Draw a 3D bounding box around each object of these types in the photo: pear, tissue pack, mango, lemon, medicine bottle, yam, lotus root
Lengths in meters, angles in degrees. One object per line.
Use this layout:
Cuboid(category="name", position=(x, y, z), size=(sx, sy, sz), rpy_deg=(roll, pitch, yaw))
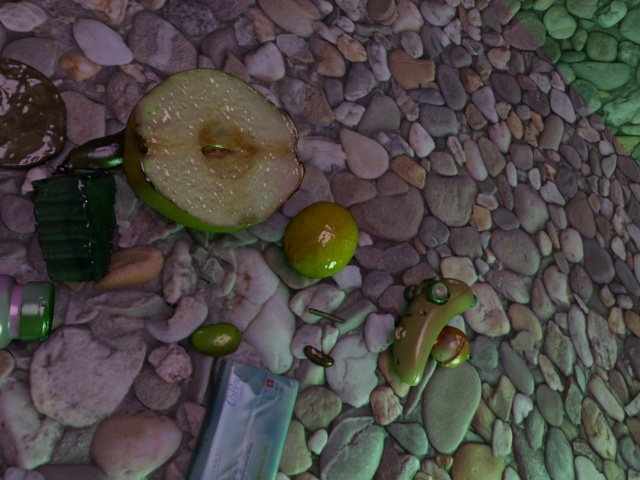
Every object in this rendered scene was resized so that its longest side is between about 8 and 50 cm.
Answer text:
Cuboid(category="pear", position=(-0.242, -0.179, 0.970), size=(0.386, 0.191, 0.341), rpy_deg=(-3, 84, -41))
Cuboid(category="tissue pack", position=(-0.156, 0.397, 0.906), size=(0.177, 0.089, 0.263), rpy_deg=(22, 66, -17))
Cuboid(category="mango", position=(-0.225, 0.213, 0.949), size=(0.108, 0.056, 0.073), rpy_deg=(5, 68, -12))
Cuboid(category="lemon", position=(0.001, -0.002, 1.057), size=(0.180, 0.180, 0.193), rpy_deg=(34, 40, -14))
Cuboid(category="medicine bottle", position=(-0.610, 0.120, 0.742), size=(0.274, 0.133, 0.134), rpy_deg=(4, 73, -24))
Cuboid(category="yam", position=(0.018, 0.188, 1.096), size=(0.107, 0.014, 0.014), rpy_deg=(21, 67, -19))
Cuboid(category="lotus root", position=(-0.002, 0.280, 1.046), size=(0.083, 0.037, 0.030), rpy_deg=(32, 68, -15))

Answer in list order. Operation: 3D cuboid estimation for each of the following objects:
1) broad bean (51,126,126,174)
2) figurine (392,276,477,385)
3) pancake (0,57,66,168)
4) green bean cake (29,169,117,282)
Cuboid(category="broad bean", position=(-0.420, -0.216, 0.976), size=(0.339, 0.061, 0.077), rpy_deg=(-34, 79, -30))
Cuboid(category="figurine", position=(0.307, 0.241, 1.166), size=(0.222, 0.124, 0.325), rpy_deg=(40, 65, -14))
Cuboid(category="pancake", position=(-0.636, -0.259, 0.896), size=(0.222, 0.042, 0.236), rpy_deg=(-42, 98, -34))
Cuboid(category="green bean cake", position=(-0.466, -0.029, 0.861), size=(0.107, 0.193, 0.208), rpy_deg=(-6, 101, -9))
